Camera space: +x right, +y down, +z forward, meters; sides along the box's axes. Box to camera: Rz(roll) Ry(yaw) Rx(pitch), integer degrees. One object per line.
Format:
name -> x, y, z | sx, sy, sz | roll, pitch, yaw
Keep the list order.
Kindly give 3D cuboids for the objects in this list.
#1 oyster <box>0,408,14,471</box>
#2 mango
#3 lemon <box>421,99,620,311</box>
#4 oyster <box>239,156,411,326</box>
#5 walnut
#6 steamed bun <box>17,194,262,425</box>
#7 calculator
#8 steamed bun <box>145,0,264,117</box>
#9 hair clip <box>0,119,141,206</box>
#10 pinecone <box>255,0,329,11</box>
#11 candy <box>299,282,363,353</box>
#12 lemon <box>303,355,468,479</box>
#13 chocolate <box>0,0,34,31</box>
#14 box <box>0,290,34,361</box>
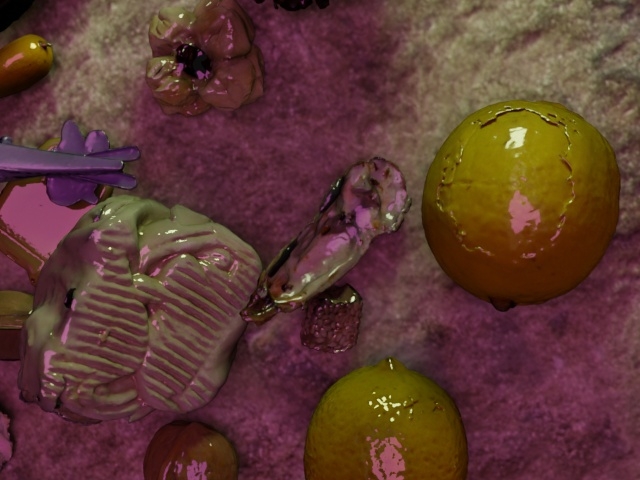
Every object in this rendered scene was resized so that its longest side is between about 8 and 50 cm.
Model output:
oyster -> -0.570, 0.290, 1.627 | 0.133, 0.072, 0.209 | -32, 110, -2
mango -> -0.489, -0.261, 1.579 | 0.187, 0.101, 0.066 | -27, 91, 14
lemon -> 0.285, -0.053, 1.447 | 0.297, 0.297, 0.297 | 0, 92, 4
oyster -> 0.002, 0.002, 1.528 | 0.345, 0.078, 0.128 | -45, 122, -16
walnut -> -0.203, 0.360, 1.565 | 0.166, 0.149, 0.166 | 5, 99, 31
steamed bun -> -0.296, 0.099, 1.515 | 0.394, 0.237, 0.346 | -30, 112, -26
calculator -> -0.435, -0.052, 1.617 | 0.157, 0.033, 0.236 | 35, 91, 3
steamed bun -> -0.179, -0.289, 1.555 | 0.177, 0.106, 0.192 | -2, 90, 2
hair clip -> -0.419, -0.125, 1.569 | 0.278, 0.090, 0.137 | 6, 75, -7
pinecone -> -0.014, -0.460, 1.463 | 0.296, 0.298, 0.242 | -14, 131, 12
candy -> 0.017, 0.121, 1.570 | 0.095, 0.085, 0.110 | 4, 103, -7
lemon -> 0.096, 0.317, 1.492 | 0.267, 0.267, 0.267 | 0, 92, 4
chocolate -> -0.590, -0.449, 1.471 | 0.340, 0.210, 0.225 | 37, 92, 24
box -> -0.493, 0.130, 1.595 | 0.177, 0.111, 0.111 | 1, 92, 3
